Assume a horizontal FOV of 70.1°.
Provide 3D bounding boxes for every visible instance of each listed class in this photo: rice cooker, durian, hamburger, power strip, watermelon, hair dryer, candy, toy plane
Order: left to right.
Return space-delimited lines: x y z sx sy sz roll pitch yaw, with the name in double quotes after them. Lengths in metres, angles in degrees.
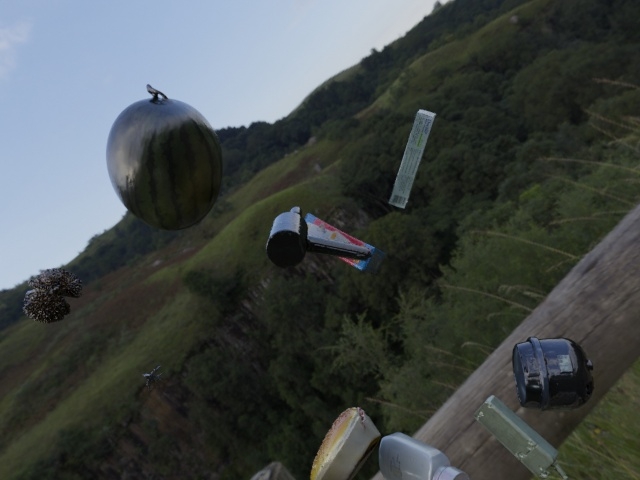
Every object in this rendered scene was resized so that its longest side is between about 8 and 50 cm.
-0.878 0.180 1.504 0.196 0.167 0.195 -30 54 52 "durian"
-0.527 0.429 1.426 0.078 0.031 0.083 -70 -26 -17 "toy plane"
-0.388 -0.201 1.152 0.279 0.279 0.359 -49 -27 -55 "watermelon"
0.000 0.000 1.356 0.244 0.303 0.116 -87 10 -67 "hair dryer"
0.078 0.014 1.723 0.100 0.306 0.157 -63 -25 2 "candy"
0.068 0.679 1.460 0.227 0.151 0.295 -12 -45 -61 "hamburger"
0.598 0.596 1.355 0.053 0.288 0.093 -17 -39 -47 "power strip"
0.793 0.460 1.568 0.225 0.266 0.267 -4 15 14 "rice cooker"

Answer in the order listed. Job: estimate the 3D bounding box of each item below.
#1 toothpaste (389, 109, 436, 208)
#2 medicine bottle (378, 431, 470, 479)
0.320 -0.280 1.596 0.081 0.067 0.336 -53 -20 -61 "toothpaste"
0.323 0.735 1.457 0.111 0.160 0.296 -2 -1 -35 "medicine bottle"
